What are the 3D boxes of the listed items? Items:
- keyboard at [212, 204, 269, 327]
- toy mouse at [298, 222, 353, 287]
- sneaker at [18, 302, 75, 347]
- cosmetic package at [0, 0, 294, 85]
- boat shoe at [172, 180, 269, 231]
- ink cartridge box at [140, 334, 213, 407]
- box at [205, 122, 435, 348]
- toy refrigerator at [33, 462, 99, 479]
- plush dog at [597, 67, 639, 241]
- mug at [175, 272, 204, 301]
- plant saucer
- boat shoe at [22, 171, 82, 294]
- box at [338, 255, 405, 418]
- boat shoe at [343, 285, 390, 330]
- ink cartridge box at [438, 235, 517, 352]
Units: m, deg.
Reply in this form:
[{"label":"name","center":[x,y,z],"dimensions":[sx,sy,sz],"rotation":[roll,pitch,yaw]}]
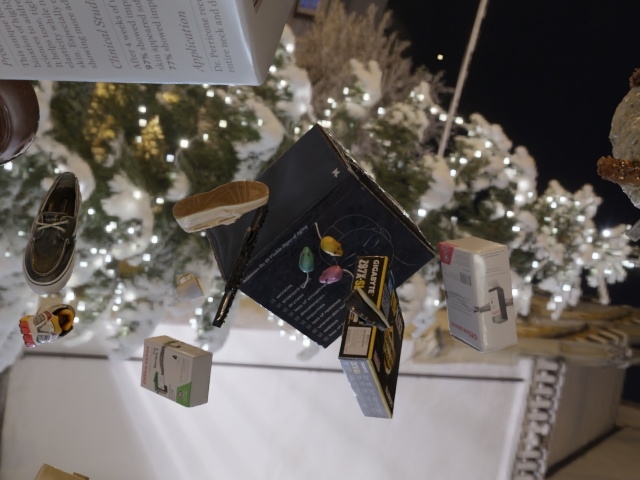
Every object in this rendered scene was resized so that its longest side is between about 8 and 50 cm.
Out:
[{"label":"keyboard","center":[-0.190,0.060,1.805],"dimensions":[0.201,0.033,0.317],"rotation":[139,-28,-86]},{"label":"toy mouse","center":[0.000,0.061,1.826],"dimensions":[0.143,0.161,0.031],"rotation":[-49,176,2]},{"label":"sneaker","center":[-0.588,0.187,1.682],"dimensions":[0.225,0.092,0.088],"rotation":[-106,-179,-83]},{"label":"cosmetic package","center":[-0.248,-0.425,0.948],"dimensions":[0.329,0.393,0.327],"rotation":[81,18,-50]},{"label":"boat shoe","center":[-0.170,-0.057,1.313],"dimensions":[0.059,0.170,0.063],"rotation":[78,-2,-47]},{"label":"ink cartridge box","center":[-0.438,0.392,2.267],"dimensions":[0.219,0.092,0.160],"rotation":[12,-80,35]},{"label":"box","center":[0.000,0.000,2.266],"dimensions":[0.480,0.472,0.297],"rotation":[-41,-138,10]},{"label":"toy refrigerator","center":[-0.433,0.485,1.378],"dimensions":[0.269,0.102,0.094],"rotation":[-4,-126,48]},{"label":"plush dog","center":[0.476,-0.129,1.057],"dimensions":[0.225,0.210,0.262],"rotation":[-78,166,-63]},{"label":"mug","center":[-0.360,0.134,2.052],"dimensions":[0.062,0.064,0.078],"rotation":[66,-4,-26]},{"label":"plant saucer","center":[-0.624,-0.220,1.224],"dimensions":[0.050,0.310,0.311],"rotation":[-94,-160,-44]},{"label":"boat shoe","center":[-0.648,-0.029,1.806],"dimensions":[0.119,0.121,0.335],"rotation":[105,-16,-49]},{"label":"box","center":[0.124,0.225,1.712],"dimensions":[0.322,0.079,0.257],"rotation":[70,25,-52]},{"label":"boat shoe","center":[0.083,0.127,1.324],"dimensions":[0.042,0.133,0.049],"rotation":[-40,-131,3]},{"label":"ink cartridge box","center":[0.337,0.112,1.609],"dimensions":[0.158,0.092,0.218],"rotation":[-154,-125,-72]}]
